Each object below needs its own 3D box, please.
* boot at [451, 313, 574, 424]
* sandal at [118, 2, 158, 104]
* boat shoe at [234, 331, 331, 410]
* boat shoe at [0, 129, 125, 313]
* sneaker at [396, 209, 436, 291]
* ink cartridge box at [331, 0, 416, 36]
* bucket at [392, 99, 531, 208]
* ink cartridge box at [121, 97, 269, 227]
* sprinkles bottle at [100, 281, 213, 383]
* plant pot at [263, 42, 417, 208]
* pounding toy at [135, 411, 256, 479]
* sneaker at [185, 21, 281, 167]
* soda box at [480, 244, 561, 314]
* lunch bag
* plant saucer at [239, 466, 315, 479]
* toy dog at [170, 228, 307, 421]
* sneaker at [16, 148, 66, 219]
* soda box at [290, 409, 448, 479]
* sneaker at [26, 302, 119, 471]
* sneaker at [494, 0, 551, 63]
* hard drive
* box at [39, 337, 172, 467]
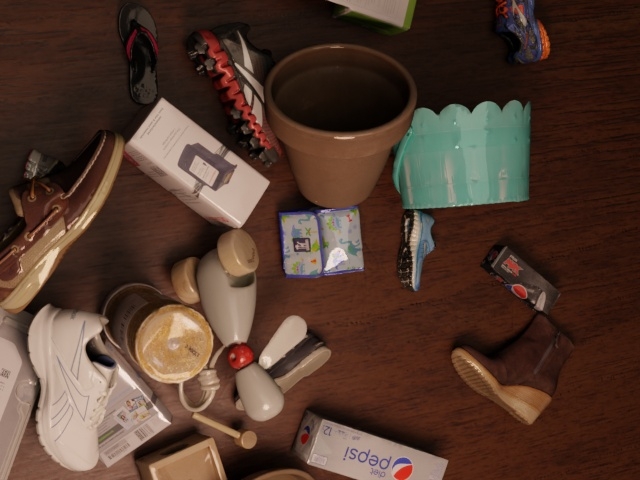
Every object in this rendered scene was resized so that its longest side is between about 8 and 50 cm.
[{"bbox_3d":[0.397,0.234,2.003,0.248,0.090,0.207,40,67,-17],"label":"boot"},{"bbox_3d":[-0.313,-0.330,1.710,0.067,0.040,0.179,-9,96,-20],"label":"sandal"},{"bbox_3d":[-0.080,0.245,1.830,0.206,0.075,0.065,-32,60,-11],"label":"boat shoe"},{"bbox_3d":[-0.447,-0.050,1.566,0.123,0.123,0.342,36,91,-27],"label":"boat shoe"},{"bbox_3d":[0.198,0.023,1.912,0.073,0.063,0.162,7,91,-24],"label":"sneaker"},{"bbox_3d":[0.058,-0.513,1.814,0.255,0.097,0.189,14,88,-19],"label":"ink cartridge box"},{"bbox_3d":[0.264,-0.158,1.822,0.281,0.281,0.183,-5,94,-21],"label":"bucket"},{"bbox_3d":[-0.225,-0.130,1.683,0.237,0.172,0.100,38,79,-18],"label":"ink cartridge box"},{"bbox_3d":[-0.275,0.143,1.580,0.121,0.355,0.121,-1,94,-21],"label":"sprinkles bottle"},{"bbox_3d":[0.033,-0.187,1.735,0.263,0.263,0.229,-21,141,-19],"label":"plant pot"},{"bbox_3d":[-0.221,0.394,1.761,0.206,0.094,0.181,-20,95,-28],"label":"pounding toy"},{"bbox_3d":[-0.124,-0.271,1.754,0.135,0.097,0.276,-33,106,-20],"label":"sneaker"},{"bbox_3d":[0.413,0.081,2.001,0.169,0.053,0.060,38,79,-18],"label":"soda box"},{"bbox_3d":[0.000,0.000,1.823,0.151,0.096,0.129,-6,98,-6],"label":"lunch bag"},{"bbox_3d":[-0.120,0.524,1.771,0.278,0.041,0.278,-21,128,-31],"label":"plant saucer"},{"bbox_3d":[-0.136,0.142,1.736,0.161,0.220,0.334,-9,97,-60],"label":"toy dog"},{"bbox_3d":[-0.471,-0.067,1.651,0.075,0.063,0.170,9,85,-15],"label":"sneaker"},{"bbox_3d":[0.095,0.416,1.873,0.286,0.098,0.091,22,84,-21],"label":"soda box"},{"bbox_3d":[-0.395,0.249,1.594,0.129,0.111,0.297,0,110,11],"label":"sneaker"},{"bbox_3d":[0.385,-0.454,1.951,0.087,0.083,0.221,-28,99,-9],"label":"sneaker"},{"bbox_3d":[-0.574,0.246,1.537,0.237,0.064,0.339,32,53,-29],"label":"hard drive"},{"bbox_3d":[-0.373,0.285,1.696,0.145,0.038,0.186,-36,106,7],"label":"box"}]
